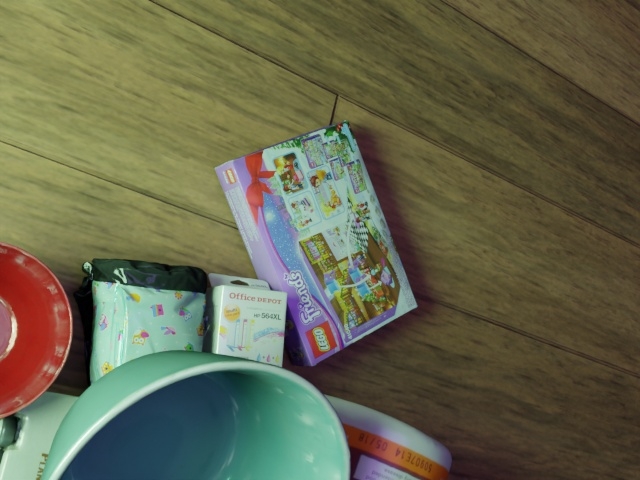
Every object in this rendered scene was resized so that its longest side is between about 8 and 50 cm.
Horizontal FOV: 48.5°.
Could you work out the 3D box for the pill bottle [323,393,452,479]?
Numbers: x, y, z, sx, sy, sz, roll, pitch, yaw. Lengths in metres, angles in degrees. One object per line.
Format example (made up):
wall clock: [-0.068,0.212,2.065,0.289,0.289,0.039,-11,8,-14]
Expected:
pill bottle: [-0.007,0.399,0.838,0.224,0.224,0.392,32,68,-24]

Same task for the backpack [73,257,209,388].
backpack: [-0.203,0.115,0.821,0.152,0.115,0.181,9,82,-33]

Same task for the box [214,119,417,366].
box: [0.000,0.000,0.991,0.201,0.057,0.293,-24,96,-32]

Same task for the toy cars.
toy cars: [-0.270,0.352,0.770,0.176,0.087,0.393,-29,95,-43]

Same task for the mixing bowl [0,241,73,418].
mixing bowl: [-0.360,0.092,0.737,0.182,0.098,0.181,4,82,-31]

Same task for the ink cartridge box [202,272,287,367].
ink cartridge box: [-0.104,0.114,0.894,0.092,0.090,0.143,9,80,-30]

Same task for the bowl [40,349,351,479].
bowl: [-0.143,0.235,0.705,0.312,0.163,0.311,-10,110,-30]
